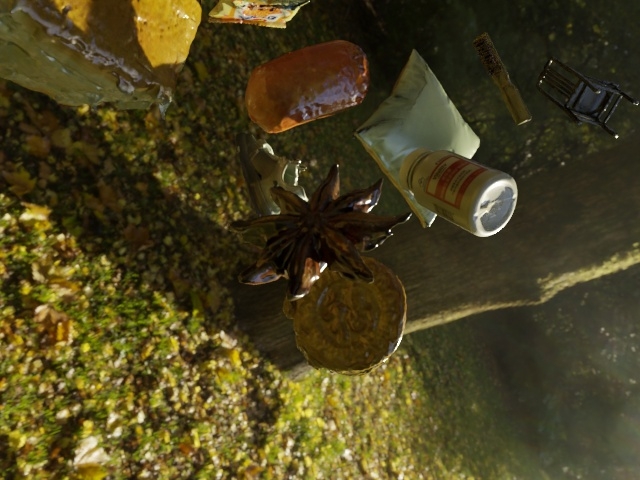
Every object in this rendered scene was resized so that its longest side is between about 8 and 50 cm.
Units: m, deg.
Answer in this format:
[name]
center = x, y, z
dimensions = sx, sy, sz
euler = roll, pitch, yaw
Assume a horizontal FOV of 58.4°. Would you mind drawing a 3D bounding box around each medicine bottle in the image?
[medicine bottle]
center = 0.164, -0.066, 0.706
dimensions = 0.079, 0.079, 0.140
euler = 46, -5, -41

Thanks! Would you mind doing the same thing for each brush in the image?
[brush]
center = 0.456, -0.406, 1.449
dimensions = 0.036, 0.043, 0.247
euler = -33, 96, -43

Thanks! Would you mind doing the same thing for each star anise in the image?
[star anise]
center = 0.000, 0.000, 0.834
dimensions = 0.102, 0.272, 0.271
euler = 72, 11, -46

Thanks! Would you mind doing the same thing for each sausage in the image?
[sausage]
center = -0.027, -0.314, 1.166
dimensions = 0.140, 0.268, 0.153
euler = 70, -14, -10

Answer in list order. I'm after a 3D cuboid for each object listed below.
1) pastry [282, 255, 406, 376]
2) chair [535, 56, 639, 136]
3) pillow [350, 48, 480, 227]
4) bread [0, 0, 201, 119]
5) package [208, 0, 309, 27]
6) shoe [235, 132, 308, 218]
[pastry]
center = 0.051, 0.146, 1.121
dimensions = 0.239, 0.235, 0.132
euler = -66, 166, -5
[chair]
center = 0.531, -0.299, 1.162
dimensions = 0.102, 0.084, 0.212
euler = 13, 32, -13
[pillow]
center = 0.236, -0.235, 1.333
dimensions = 0.310, 0.119, 0.312
euler = 46, 63, -23
[bread]
center = -0.304, -0.302, 0.666
dimensions = 0.279, 0.225, 0.249
euler = 29, 69, -60
[package]
center = -0.080, -0.295, 0.722
dimensions = 0.121, 0.108, 0.031
euler = -169, -102, -71
[shoe]
center = -0.111, -0.169, 1.377
dimensions = 0.109, 0.149, 0.292
euler = 69, 2, -53
